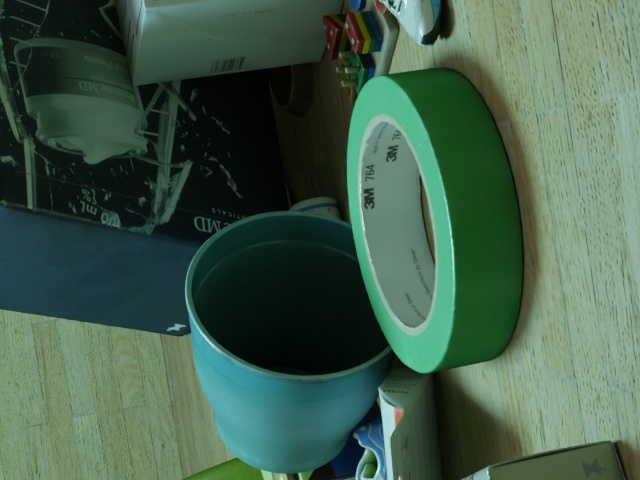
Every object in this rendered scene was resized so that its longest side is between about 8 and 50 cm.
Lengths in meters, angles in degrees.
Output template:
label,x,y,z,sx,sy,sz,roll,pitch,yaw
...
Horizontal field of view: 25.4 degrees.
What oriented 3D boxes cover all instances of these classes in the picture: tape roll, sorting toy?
label,x,y,z,sx,sy,sz,roll,pitch,yaw
tape roll,0.115,-0.021,1.523,0.321,0.077,0.321,171,90,-74
sorting toy,0.040,-0.246,1.708,0.274,0.046,0.132,103,153,-54

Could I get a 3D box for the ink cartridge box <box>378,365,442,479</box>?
label,x,y,z,sx,sy,sz,roll,pitch,yaw
ink cartridge box,0.089,0.265,1.611,0.232,0.066,0.189,-34,-59,-66

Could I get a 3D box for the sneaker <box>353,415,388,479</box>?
label,x,y,z,sx,sy,sz,roll,pitch,yaw
sneaker,0.086,0.313,1.799,0.080,0.081,0.211,-145,47,-66

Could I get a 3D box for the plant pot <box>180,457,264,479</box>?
label,x,y,z,sx,sy,sz,roll,pitch,yaw
plant pot,-0.169,0.527,2.310,0.366,0.353,0.366,171,90,-74

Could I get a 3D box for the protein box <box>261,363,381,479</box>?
label,x,y,z,sx,sy,sz,roll,pitch,yaw
protein box,-0.002,0.284,1.988,0.201,0.136,0.200,105,150,-54

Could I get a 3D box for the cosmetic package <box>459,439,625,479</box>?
label,x,y,z,sx,sy,sz,roll,pitch,yaw
cosmetic package,0.185,0.297,1.358,0.296,0.129,0.153,123,136,-66

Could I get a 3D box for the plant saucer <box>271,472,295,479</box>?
label,x,y,z,sx,sy,sz,roll,pitch,yaw
plant saucer,-0.048,0.316,1.888,0.083,0.015,0.083,171,90,-73

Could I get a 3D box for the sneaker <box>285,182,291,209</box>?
label,x,y,z,sx,sy,sz,roll,pitch,yaw
sneaker,-0.138,-0.078,2.228,0.094,0.151,0.256,102,153,-48

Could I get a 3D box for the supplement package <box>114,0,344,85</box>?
label,x,y,z,sx,sy,sz,roll,pitch,yaw
supplement package,-0.120,-0.322,1.823,0.204,0.262,0.145,119,139,-65

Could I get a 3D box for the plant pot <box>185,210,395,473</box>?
label,x,y,z,sx,sy,sz,roll,pitch,yaw
plant pot,-0.038,0.146,1.781,0.255,0.272,0.271,98,156,-45

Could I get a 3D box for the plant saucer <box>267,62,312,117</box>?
label,x,y,z,sx,sy,sz,roll,pitch,yaw
plant saucer,-0.050,-0.259,2.043,0.168,0.029,0.168,170,90,-75

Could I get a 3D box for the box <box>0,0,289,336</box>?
label,x,y,z,sx,sy,sz,roll,pitch,yaw
box,-0.325,-0.155,1.973,0.297,0.480,0.472,-30,59,41

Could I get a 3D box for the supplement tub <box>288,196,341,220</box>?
label,x,y,z,sx,sy,sz,roll,pitch,yaw
supplement tub,0.000,0.000,1.939,0.071,0.071,0.107,128,130,-69

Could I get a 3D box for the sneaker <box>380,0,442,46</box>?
label,x,y,z,sx,sy,sz,roll,pitch,yaw
sneaker,0.070,-0.278,1.522,0.071,0.083,0.190,104,151,-51
